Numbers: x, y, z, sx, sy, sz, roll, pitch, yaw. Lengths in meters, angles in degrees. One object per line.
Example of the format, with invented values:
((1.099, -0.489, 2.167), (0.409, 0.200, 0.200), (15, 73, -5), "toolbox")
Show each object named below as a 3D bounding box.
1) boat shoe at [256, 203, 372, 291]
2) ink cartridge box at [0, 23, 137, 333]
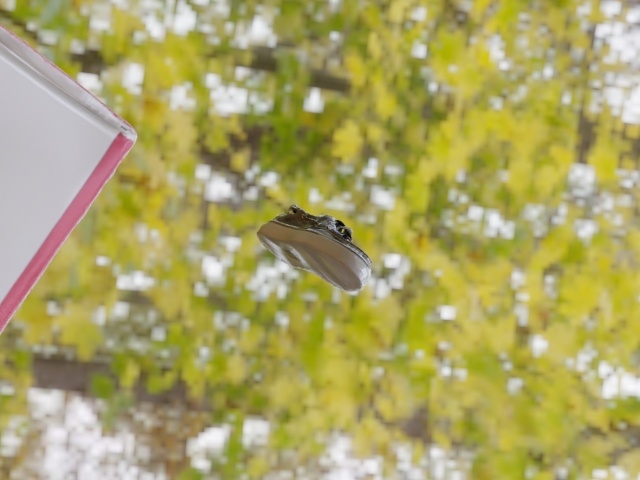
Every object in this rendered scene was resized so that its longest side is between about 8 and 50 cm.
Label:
((0.000, 0.000, 1.311), (0.040, 0.049, 0.142), (-46, -152, -14), "boat shoe")
((-0.188, -0.022, 0.549), (0.172, 0.100, 0.237), (-55, -140, -2), "ink cartridge box")
